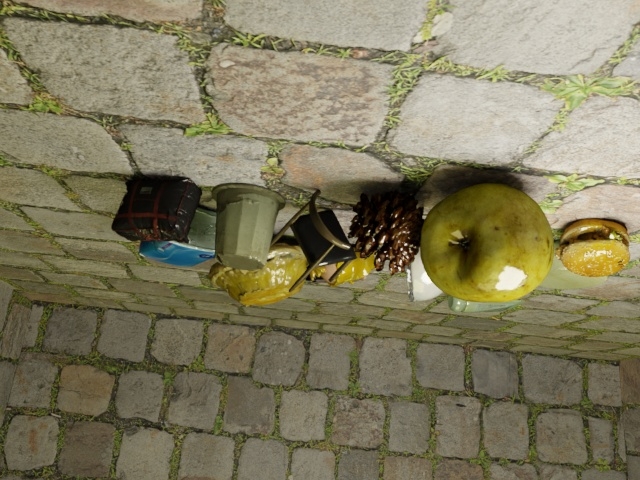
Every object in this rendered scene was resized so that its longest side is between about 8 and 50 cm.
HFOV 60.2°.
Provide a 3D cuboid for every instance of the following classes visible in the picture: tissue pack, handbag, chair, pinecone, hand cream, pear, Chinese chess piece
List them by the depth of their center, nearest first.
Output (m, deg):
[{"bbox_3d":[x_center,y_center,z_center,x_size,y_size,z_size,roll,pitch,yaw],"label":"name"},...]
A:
[{"bbox_3d":[0.407,0.005,1.338,0.304,0.304,0.304,5,162,2],"label":"pear"},{"bbox_3d":[0.170,-0.032,1.436,0.221,0.221,0.221,5,162,2],"label":"pinecone"},{"bbox_3d":[-0.445,-0.077,1.509,0.215,0.169,0.155,1,161,17],"label":"handbag"},{"bbox_3d":[0.000,0.000,1.540,0.166,0.188,0.272,-12,155,-35],"label":"chair"},{"bbox_3d":[0.773,0.079,1.740,0.250,0.101,0.250,5,162,2],"label":"Chinese chess piece"},{"bbox_3d":[-0.435,-0.013,1.742,0.198,0.146,0.263,16,159,-32],"label":"tissue pack"},{"bbox_3d":[0.703,0.271,2.370,0.306,0.093,0.147,6,157,-8],"label":"hand cream"}]

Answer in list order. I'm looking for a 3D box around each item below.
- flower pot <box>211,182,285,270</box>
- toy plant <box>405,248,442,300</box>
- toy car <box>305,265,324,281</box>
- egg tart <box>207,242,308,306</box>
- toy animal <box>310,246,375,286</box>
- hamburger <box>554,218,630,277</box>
[{"bbox_3d":[-0.219,-0.033,1.544,0.212,0.202,0.212,8,160,3],"label":"flower pot"},{"bbox_3d":[0.424,0.065,1.631,0.332,0.247,0.247,-3,160,14],"label":"toy plant"},{"bbox_3d":[0.043,0.120,2.102,0.210,0.089,0.108,-8,158,41],"label":"toy car"},{"bbox_3d":[-0.186,0.120,1.890,0.388,0.169,0.388,-14,165,-4],"label":"egg tart"},{"bbox_3d":[0.078,0.086,1.885,0.230,0.156,0.156,-14,171,-25],"label":"toy animal"},{"bbox_3d":[0.750,0.028,1.531,0.191,0.118,0.182,-3,142,29],"label":"hamburger"}]
